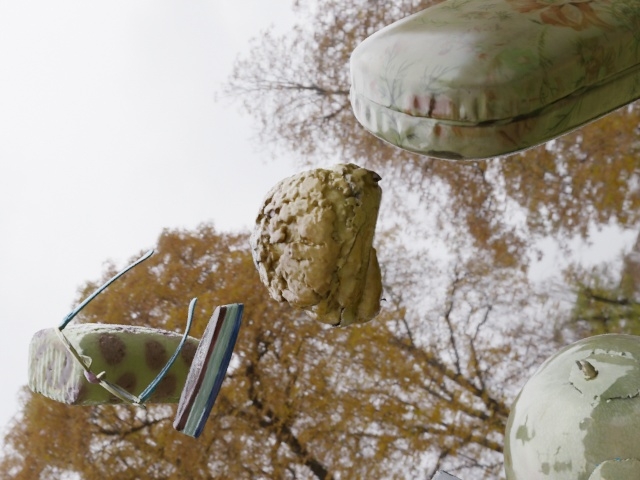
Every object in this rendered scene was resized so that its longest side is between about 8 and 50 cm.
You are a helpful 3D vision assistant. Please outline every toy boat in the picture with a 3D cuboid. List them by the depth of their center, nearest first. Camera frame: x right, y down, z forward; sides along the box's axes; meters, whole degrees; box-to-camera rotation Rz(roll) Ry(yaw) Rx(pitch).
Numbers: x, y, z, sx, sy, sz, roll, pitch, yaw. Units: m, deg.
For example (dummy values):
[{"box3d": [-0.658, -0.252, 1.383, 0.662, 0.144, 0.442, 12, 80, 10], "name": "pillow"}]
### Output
[{"box3d": [-0.183, 0.207, 1.155, 0.046, 0.080, 0.229, 24, -97, -33], "name": "toy boat"}]

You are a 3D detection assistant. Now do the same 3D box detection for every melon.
[{"box3d": [0.337, 0.243, 0.773, 0.268, 0.268, 0.330, -54, -53, -25], "name": "melon"}]

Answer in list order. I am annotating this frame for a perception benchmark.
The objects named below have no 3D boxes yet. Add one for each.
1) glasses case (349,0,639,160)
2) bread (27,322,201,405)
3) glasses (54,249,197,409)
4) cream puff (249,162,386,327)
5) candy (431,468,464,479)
[{"box3d": [0.209, -0.166, 0.551, 0.425, 0.156, 0.098, -26, -52, -29], "name": "glasses case"}, {"box3d": [-0.392, 0.246, 1.403, 0.338, 0.187, 0.155, 14, -97, -53], "name": "bread"}, {"box3d": [-0.309, 0.142, 1.136, 0.189, 0.088, 0.220, 50, -132, -23], "name": "glasses"}, {"box3d": [0.000, 0.000, 0.519, 0.133, 0.104, 0.119, 78, -163, -68], "name": "cream puff"}, {"box3d": [0.307, 0.453, 1.084, 0.061, 0.312, 0.088, -51, -45, -27], "name": "candy"}]
